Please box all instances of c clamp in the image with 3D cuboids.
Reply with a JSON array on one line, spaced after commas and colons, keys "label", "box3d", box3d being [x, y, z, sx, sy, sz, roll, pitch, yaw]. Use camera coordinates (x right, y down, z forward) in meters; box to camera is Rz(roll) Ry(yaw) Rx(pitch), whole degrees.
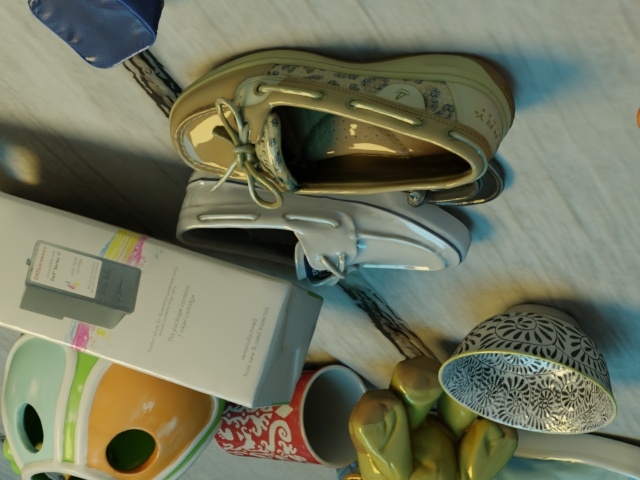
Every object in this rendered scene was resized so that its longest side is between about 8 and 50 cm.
[{"label": "c clamp", "box3d": [0.068, -0.071, 1.137, 0.137, 0.022, 0.160, -17, 136, 40]}]

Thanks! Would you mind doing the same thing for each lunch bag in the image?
[{"label": "lunch bag", "box3d": [-0.158, -0.178, 1.020, 0.067, 0.065, 0.098, -21, 135, 28]}]

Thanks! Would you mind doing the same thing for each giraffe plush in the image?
[{"label": "giraffe plush", "box3d": [0.096, 0.217, 1.484, 0.181, 0.210, 0.170, -6, -174, -20]}]

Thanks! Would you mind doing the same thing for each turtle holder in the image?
[{"label": "turtle holder", "box3d": [-0.253, 0.169, 1.531, 0.320, 0.227, 0.243, 1, 149, 28]}]

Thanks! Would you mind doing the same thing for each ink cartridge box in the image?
[{"label": "ink cartridge box", "box3d": [-0.192, 0.049, 1.310, 0.353, 0.119, 0.207, 17, 177, 10]}]

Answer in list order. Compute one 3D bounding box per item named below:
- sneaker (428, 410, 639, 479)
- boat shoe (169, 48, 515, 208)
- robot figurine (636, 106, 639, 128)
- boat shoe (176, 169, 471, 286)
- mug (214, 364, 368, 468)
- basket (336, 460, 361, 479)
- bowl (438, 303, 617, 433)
[{"label": "sneaker", "box3d": [0.233, 0.298, 1.572, 0.366, 0.150, 0.135, 6, 151, 21]}, {"label": "boat shoe", "box3d": [0.000, -0.082, 1.056, 0.285, 0.089, 0.104, -4, 130, 29]}, {"label": "robot figurine", "box3d": [0.292, -0.071, 0.894, 0.158, 0.128, 0.219, -29, 129, 28]}, {"label": "boat shoe", "box3d": [0.000, 0.000, 1.231, 0.258, 0.084, 0.095, 11, 151, 13]}, {"label": "mug", "box3d": [-0.027, 0.213, 1.612, 0.169, 0.113, 0.150, -8, 140, 45]}, {"label": "basket", "box3d": [0.053, 0.381, 1.739, 0.289, 0.201, 0.255, -17, 148, -1]}, {"label": "bowl", "box3d": [0.203, 0.112, 1.326, 0.170, 0.080, 0.170, 14, 152, 8]}]
